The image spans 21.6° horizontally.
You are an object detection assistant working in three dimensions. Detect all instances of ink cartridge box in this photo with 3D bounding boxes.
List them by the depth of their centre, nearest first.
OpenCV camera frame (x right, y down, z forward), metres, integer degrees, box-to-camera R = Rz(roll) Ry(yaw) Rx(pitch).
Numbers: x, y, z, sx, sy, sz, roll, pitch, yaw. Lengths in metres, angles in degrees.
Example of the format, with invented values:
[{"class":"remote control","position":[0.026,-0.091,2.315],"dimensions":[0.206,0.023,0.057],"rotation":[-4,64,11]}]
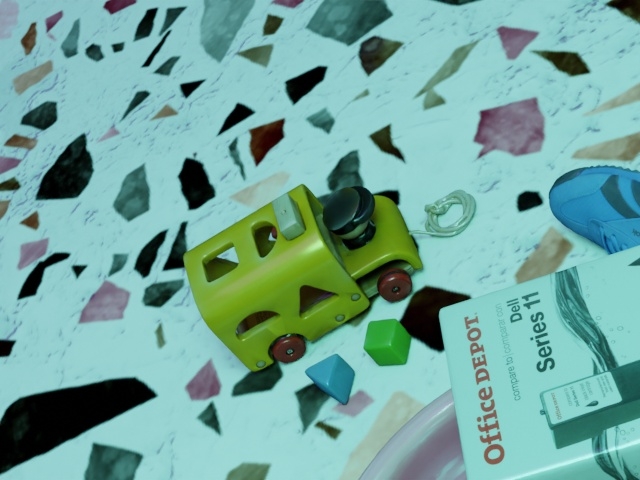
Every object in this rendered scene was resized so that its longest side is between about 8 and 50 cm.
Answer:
[{"class":"ink cartridge box","position":[0.186,0.088,1.004],"dimensions":[0.208,0.087,0.153],"rotation":[-19,43,12]}]

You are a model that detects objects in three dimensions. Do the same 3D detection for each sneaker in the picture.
[{"class":"sneaker","position":[0.237,0.003,1.181],"dimensions":[0.209,0.069,0.082],"rotation":[16,70,42]}]

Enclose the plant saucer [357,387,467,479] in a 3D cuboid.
[{"class":"plant saucer","position":[0.166,0.212,1.023],"dimensions":[0.332,0.084,0.332],"rotation":[-15,44,15]}]

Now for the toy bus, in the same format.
[{"class":"toy bus","position":[-0.009,0.010,1.321],"dimensions":[0.191,0.104,0.202],"rotation":[7,61,38]}]
